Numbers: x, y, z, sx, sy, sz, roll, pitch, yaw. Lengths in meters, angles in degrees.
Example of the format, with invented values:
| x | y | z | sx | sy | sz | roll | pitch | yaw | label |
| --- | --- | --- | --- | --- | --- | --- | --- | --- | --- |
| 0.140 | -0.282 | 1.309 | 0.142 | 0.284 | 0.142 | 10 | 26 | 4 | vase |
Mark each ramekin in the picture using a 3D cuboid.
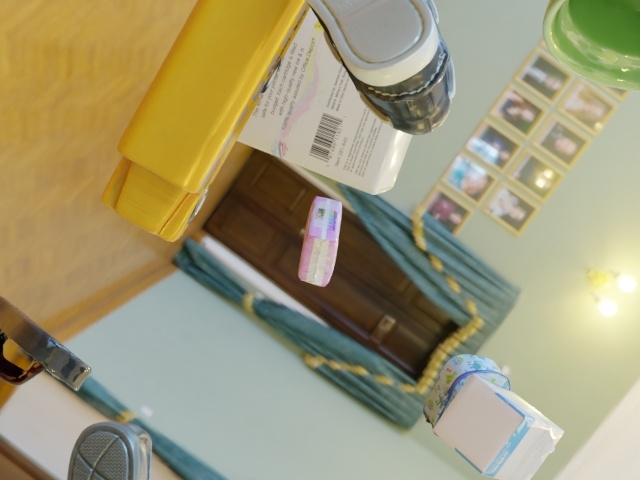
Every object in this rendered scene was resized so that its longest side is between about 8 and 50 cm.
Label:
| x | y | z | sx | sy | sz | roll | pitch | yaw | label |
| --- | --- | --- | --- | --- | --- | --- | --- | --- | --- |
| 0.436 | -0.320 | 1.156 | 0.303 | 0.303 | 0.148 | 118 | -17 | -71 | ramekin |

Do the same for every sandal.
| x | y | z | sx | sy | sz | roll | pitch | yaw | label |
| --- | --- | --- | --- | --- | --- | --- | --- | --- | --- |
| -0.497 | 0.169 | 1.490 | 0.107 | 0.167 | 0.445 | -52 | -157 | -15 | sandal |

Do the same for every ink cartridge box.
| x | y | z | sx | sy | sz | roll | pitch | yaw | label |
| --- | --- | --- | --- | --- | --- | --- | --- | --- | --- |
| 0.228 | 0.241 | 1.168 | 0.143 | 0.092 | 0.090 | 30 | 97 | -49 | ink cartridge box |
| -0.006 | -0.207 | 1.257 | 0.201 | 0.278 | 0.117 | -70 | 167 | 13 | ink cartridge box |

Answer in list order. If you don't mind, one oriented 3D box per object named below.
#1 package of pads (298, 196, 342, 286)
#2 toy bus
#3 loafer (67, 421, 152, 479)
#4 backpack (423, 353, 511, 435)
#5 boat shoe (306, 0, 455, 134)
| x | y | z | sx | sy | sz | roll | pitch | yaw | label |
| --- | --- | --- | --- | --- | --- | --- | --- | --- | --- |
| 0.000 | 0.000 | 0.852 | 0.083 | 0.031 | 0.050 | -83 | -174 | -62 | package of pads |
| -0.133 | -0.162 | 1.069 | 0.333 | 0.108 | 0.130 | -60 | -177 | 4 | toy bus |
| -0.201 | 0.307 | 0.884 | 0.084 | 0.096 | 0.268 | 30 | 68 | -73 | loafer |
| 0.212 | 0.223 | 1.299 | 0.084 | 0.105 | 0.114 | -125 | -131 | -60 | backpack |
| 0.047 | -0.209 | 0.860 | 0.114 | 0.091 | 0.303 | -20 | -136 | 12 | boat shoe |
